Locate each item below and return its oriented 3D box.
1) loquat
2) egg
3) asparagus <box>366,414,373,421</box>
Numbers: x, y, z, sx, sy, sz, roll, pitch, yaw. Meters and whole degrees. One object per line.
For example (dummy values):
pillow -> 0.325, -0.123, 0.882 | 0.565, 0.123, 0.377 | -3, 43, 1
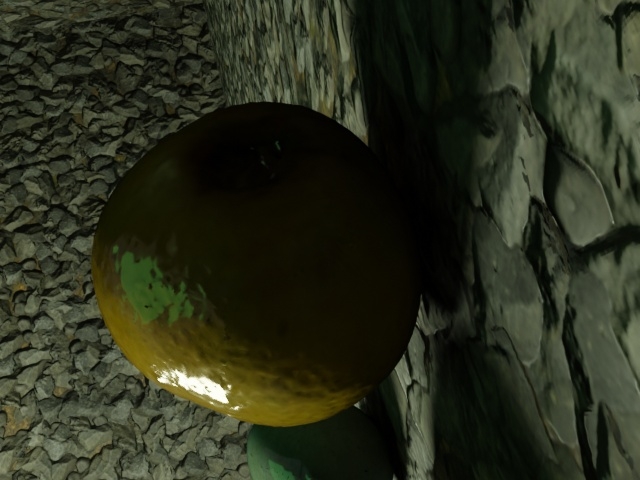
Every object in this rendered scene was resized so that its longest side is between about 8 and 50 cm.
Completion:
loquat -> -0.052, 0.026, 0.598 | 0.275, 0.275, 0.275 | 168, 90, -82
egg -> -0.005, 0.286, 0.932 | 0.236, 0.169, 0.169 | 7, 111, 54
asparagus -> 0.073, 0.337, 1.048 | 0.023, 0.022, 0.233 | 19, 132, 27
